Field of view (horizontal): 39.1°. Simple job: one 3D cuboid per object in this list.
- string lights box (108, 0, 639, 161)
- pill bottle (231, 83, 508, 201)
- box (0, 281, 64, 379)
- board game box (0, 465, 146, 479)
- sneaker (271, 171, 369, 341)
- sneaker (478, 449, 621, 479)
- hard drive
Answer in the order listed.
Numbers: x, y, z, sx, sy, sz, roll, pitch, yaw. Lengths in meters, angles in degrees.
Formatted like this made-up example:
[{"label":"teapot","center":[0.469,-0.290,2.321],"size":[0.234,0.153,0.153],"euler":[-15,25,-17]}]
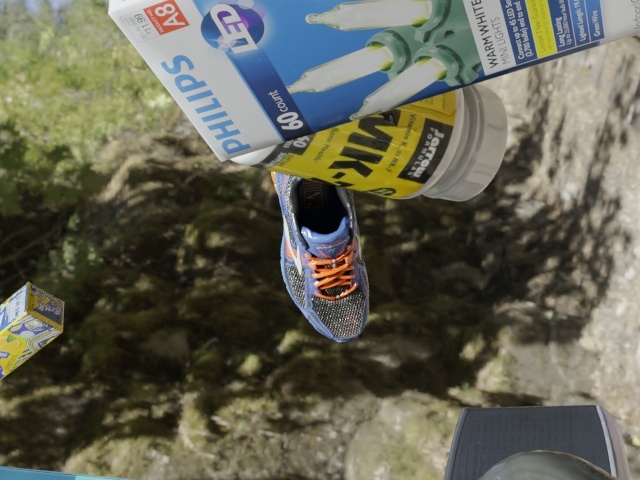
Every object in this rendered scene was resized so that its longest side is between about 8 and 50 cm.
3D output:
[{"label":"string lights box","center":[0.036,-0.141,0.478],"size":[0.133,0.260,0.076],"euler":[55,-156,-53]},{"label":"pill bottle","center":[0.035,-0.097,0.699],"size":[0.119,0.209,0.119],"euler":[-27,58,55]},{"label":"box","center":[-0.403,0.127,1.144],"size":[0.169,0.059,0.054],"euler":[-35,40,21]},{"label":"board game box","center":[-0.318,0.365,0.804],"size":[0.336,0.254,0.079],"euler":[-76,-13,-48]},{"label":"sneaker","center":[0.000,0.000,0.829],"size":[0.087,0.083,0.221],"euler":[-116,10,-68]},{"label":"sneaker","center":[0.189,0.209,0.441],"size":[0.116,0.314,0.136],"euler":[-45,4,22]},{"label":"hard drive","center":[0.181,0.247,0.770],"size":[0.254,0.172,0.054],"euler":[-75,-26,-46]}]
